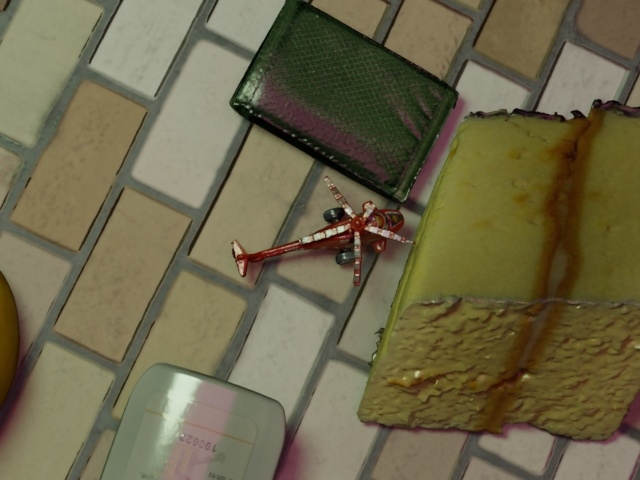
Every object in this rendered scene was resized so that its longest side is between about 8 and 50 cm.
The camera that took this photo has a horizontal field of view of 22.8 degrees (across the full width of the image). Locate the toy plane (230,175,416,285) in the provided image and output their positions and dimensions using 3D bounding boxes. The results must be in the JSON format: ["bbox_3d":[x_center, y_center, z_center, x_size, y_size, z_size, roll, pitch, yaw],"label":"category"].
[{"bbox_3d":[0.003,0.007,1.821,0.194,0.077,0.126,-35,82,-5],"label":"toy plane"}]

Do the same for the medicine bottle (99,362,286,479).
[{"bbox_3d":[-0.162,0.308,1.726,0.179,0.124,0.324,19,78,-7],"label":"medicine bottle"}]

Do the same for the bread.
[{"bbox_3d":[0.255,0.025,1.887,0.345,0.242,0.405,13,47,-4],"label":"bread"}]

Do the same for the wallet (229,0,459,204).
[{"bbox_3d":[0.029,-0.164,1.859,0.236,0.055,0.160,30,81,-8],"label":"wallet"}]

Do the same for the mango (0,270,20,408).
[{"bbox_3d":[-0.414,0.130,1.700,0.175,0.139,0.254,36,72,-6],"label":"mango"}]
